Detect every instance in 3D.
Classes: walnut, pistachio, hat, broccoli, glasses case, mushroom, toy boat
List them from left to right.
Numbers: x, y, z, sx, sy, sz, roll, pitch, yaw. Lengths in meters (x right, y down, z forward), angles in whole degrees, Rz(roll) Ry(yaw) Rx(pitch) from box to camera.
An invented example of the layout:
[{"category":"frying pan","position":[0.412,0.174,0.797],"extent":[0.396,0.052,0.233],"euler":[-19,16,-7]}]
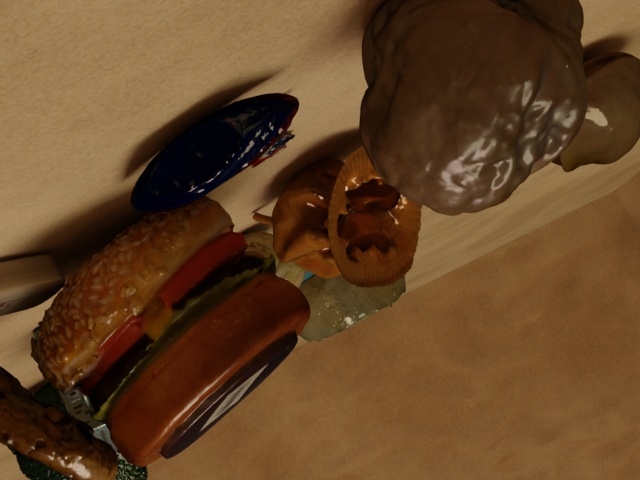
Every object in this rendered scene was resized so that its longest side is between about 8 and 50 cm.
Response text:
[{"category":"glasses case","position":[-0.389,0.060,1.412],"extent":[0.083,0.050,0.196],"euler":[-38,167,33]},{"category":"broccoli","position":[-0.466,0.368,2.325],"extent":[0.297,0.297,0.297],"euler":[-36,-154,37]},{"category":"toy boat","position":[-0.121,-0.094,1.387],"extent":[0.219,0.072,0.318],"euler":[-30,180,-6]},{"category":"mushroom","position":[-0.098,0.044,1.951],"extent":[0.148,0.112,0.148],"euler":[-2,143,-1]},{"category":"hat","position":[-0.006,-0.043,1.761],"extent":[0.233,0.244,0.233],"euler":[1,157,36]},{"category":"walnut","position":[0.156,-0.162,1.256],"extent":[0.227,0.273,0.273],"euler":[7,162,-10]},{"category":"pistachio","position":[0.464,-0.230,2.004],"extent":[0.213,0.163,0.260],"euler":[-48,159,-9]}]

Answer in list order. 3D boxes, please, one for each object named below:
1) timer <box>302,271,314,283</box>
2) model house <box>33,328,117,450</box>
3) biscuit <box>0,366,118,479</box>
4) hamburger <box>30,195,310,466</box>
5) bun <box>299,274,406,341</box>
[{"category":"timer","position":[0.000,0.000,2.190],"extent":[0.232,0.091,0.250],"euler":[-36,179,35]},{"category":"model house","position":[-0.325,0.214,1.895],"extent":[0.224,0.215,0.198],"euler":[-26,168,-15]},{"category":"biscuit","position":[-0.391,0.212,1.502],"extent":[0.081,0.334,0.289],"euler":[-60,154,-13]},{"category":"hamburger","position":[-0.191,0.108,1.518],"extent":[0.330,0.250,0.330],"euler":[-42,171,-8]},{"category":"bun","position":[0.040,0.104,2.514],"extent":[0.259,0.152,0.259],"euler":[-26,-176,2]}]
